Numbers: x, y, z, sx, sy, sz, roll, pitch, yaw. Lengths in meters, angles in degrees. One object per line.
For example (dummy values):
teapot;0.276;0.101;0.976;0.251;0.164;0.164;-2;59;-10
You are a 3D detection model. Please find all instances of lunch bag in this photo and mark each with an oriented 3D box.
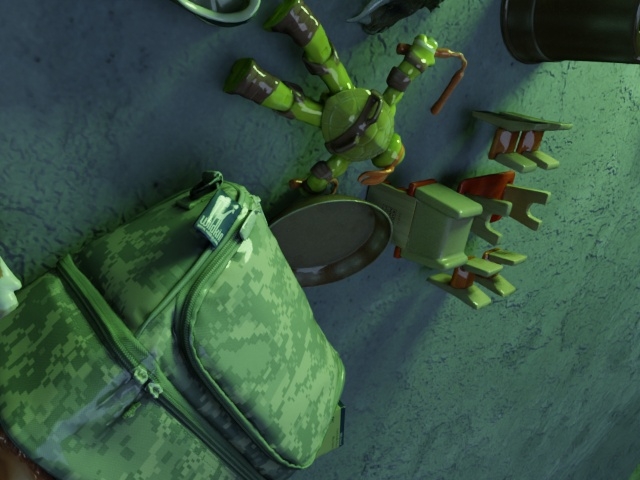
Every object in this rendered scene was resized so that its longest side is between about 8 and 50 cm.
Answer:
lunch bag;-0.121;0.116;0.497;0.256;0.213;0.305;-43;130;-21

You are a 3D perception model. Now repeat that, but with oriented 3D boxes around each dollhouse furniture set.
dollhouse furniture set;0.197;-0.047;0.697;0.259;0.135;0.262;-13;122;-42

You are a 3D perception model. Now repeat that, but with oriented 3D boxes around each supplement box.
supplement box;-0.013;0.273;0.746;0.083;0.056;0.083;-15;122;-27

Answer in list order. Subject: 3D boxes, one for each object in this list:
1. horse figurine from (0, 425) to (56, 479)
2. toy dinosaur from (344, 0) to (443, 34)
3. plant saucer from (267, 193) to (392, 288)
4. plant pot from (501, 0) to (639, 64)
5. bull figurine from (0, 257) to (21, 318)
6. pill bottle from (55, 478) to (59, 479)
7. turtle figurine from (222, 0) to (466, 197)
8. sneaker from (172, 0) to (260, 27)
horse figurine;-0.223;0.257;0.402;0.174;0.066;0.263;-49;118;-9
toy dinosaur;0.153;-0.339;0.489;0.160;0.121;0.313;5;114;-43
plant saucer;0.000;0.000;0.587;0.169;0.029;0.168;-11;145;-8
plant pot;0.344;-0.290;0.614;0.167;0.165;0.166;-17;123;-28
bull figurine;-0.375;0.046;0.331;0.310;0.101;0.188;-39;114;-15
pill bottle;-0.299;0.247;0.468;0.246;0.130;0.130;33;94;-33
turtle figurine;0.014;-0.122;0.519;0.217;0.087;0.269;31;114;-31
sneaker;-0.124;-0.227;0.380;0.192;0.086;0.064;23;100;-40
